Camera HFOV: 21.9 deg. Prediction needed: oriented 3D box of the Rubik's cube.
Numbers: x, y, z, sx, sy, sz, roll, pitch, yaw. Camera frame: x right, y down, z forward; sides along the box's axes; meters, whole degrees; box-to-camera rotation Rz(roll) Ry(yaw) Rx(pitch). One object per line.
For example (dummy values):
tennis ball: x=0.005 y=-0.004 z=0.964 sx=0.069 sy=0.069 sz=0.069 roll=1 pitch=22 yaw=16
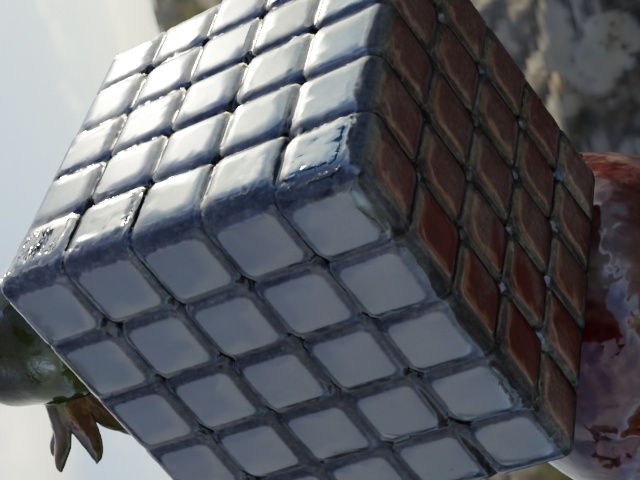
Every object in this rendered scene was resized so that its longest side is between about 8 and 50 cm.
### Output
Rubik's cube: x=0.000 y=0.000 z=0.953 sx=0.238 sy=0.237 sz=0.237 roll=51 pitch=-147 yaw=-29

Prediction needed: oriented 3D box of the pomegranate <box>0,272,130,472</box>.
pomegranate: x=-0.243 y=0.112 z=1.532 sx=0.191 sy=0.152 sz=0.131 roll=66 pitch=-149 yaw=-21

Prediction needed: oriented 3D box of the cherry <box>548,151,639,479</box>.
cherry: x=0.192 y=0.049 z=1.123 sx=0.300 sy=0.203 sz=0.230 roll=32 pitch=164 yaw=45
